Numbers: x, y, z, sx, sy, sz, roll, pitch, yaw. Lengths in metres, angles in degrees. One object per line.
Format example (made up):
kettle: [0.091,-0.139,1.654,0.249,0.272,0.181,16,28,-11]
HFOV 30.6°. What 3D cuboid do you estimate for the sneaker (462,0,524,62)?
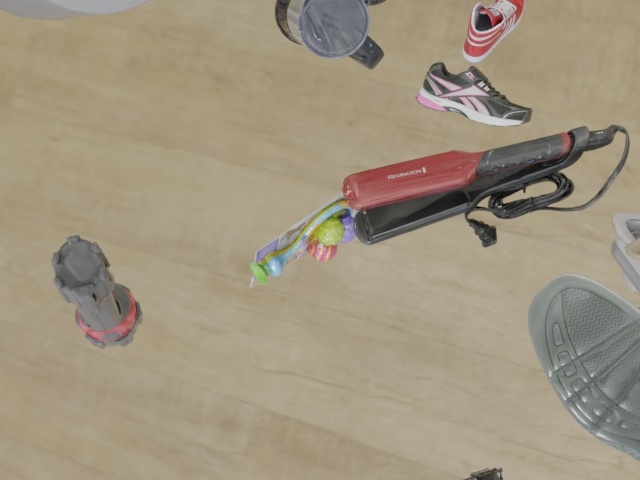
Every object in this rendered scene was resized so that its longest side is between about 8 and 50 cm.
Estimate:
sneaker: [0.211,-0.270,1.388,0.042,0.067,0.118,31,68,13]

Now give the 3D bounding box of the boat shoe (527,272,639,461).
boat shoe: [0.325,0.152,1.143,0.320,0.103,0.118,42,108,-5]

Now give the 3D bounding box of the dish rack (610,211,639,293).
dish rack: [0.514,0.098,1.435,0.072,0.286,0.333,-66,28,28]

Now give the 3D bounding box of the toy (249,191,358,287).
toy: [0.000,0.000,1.823,0.237,0.137,0.056,-30,71,-20]

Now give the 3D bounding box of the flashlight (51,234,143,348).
flashlight: [-0.329,0.076,1.713,0.103,0.304,0.103,26,71,10]

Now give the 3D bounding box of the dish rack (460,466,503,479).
dish rack: [0.156,0.358,1.278,0.074,0.271,0.208,-10,74,-18]

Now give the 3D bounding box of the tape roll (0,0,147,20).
tape roll: [-0.187,-0.271,0.839,0.072,0.219,0.219,3,83,44]

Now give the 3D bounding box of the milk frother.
milk frother: [0.030,-0.284,1.378,0.129,0.135,0.143,18,101,-19]

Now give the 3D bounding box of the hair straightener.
hair straightener: [0.135,-0.041,0.922,0.230,0.089,0.047,-18,45,-3]

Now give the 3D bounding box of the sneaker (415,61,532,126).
sneaker: [0.234,-0.222,1.763,0.178,0.072,0.077,17,106,13]

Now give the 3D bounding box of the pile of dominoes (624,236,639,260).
pile of dominoes: [0.502,-0.001,1.308,0.251,0.040,0.196,-30,33,-11]
